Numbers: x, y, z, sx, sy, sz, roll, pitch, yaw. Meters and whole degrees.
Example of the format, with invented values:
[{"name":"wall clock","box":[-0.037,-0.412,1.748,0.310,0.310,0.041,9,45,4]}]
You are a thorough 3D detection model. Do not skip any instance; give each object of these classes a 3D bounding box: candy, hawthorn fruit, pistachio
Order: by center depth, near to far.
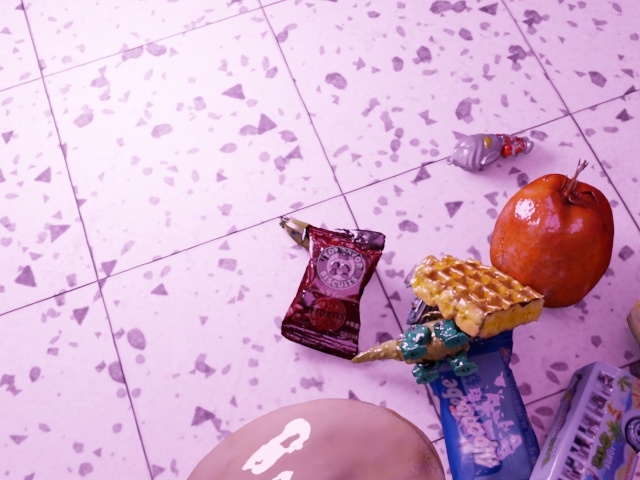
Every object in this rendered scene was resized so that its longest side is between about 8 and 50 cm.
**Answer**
[{"name":"pistachio","box":[-0.015,0.428,1.135,0.445,0.281,0.366,-24,72,-4]},{"name":"candy","box":[0.284,0.308,1.290,0.186,0.077,0.331,-15,65,3]},{"name":"hawthorn fruit","box":[0.406,-0.022,1.311,0.211,0.299,0.211,1,50,-1]}]

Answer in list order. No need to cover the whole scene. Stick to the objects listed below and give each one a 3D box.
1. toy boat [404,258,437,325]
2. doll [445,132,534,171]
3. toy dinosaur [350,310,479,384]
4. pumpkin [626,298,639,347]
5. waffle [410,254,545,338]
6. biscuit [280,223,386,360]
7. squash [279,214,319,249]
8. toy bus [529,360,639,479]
[{"name":"toy boat","box":[0.183,0.089,1.391,0.066,0.059,0.140,30,68,-3]},{"name":"doll","box":[0.329,-0.178,1.499,0.180,0.079,0.094,-12,39,-10]},{"name":"toy dinosaur","box":[0.171,0.180,1.296,0.259,0.153,0.094,-22,106,9]},{"name":"pumpkin","box":[0.655,0.112,1.241,0.332,0.332,0.199,-27,55,-9]},{"name":"waffle","box":[0.245,0.083,1.288,0.160,0.055,0.211,-11,31,-38]},{"name":"biscuit","box":[0.020,0.084,1.371,0.151,0.063,0.236,14,81,1]},{"name":"squash","box":[0.000,0.000,1.442,0.183,0.052,0.052,25,70,10]},{"name":"toy bus","box":[0.424,0.356,1.209,0.136,0.109,0.330,34,60,-1]}]
